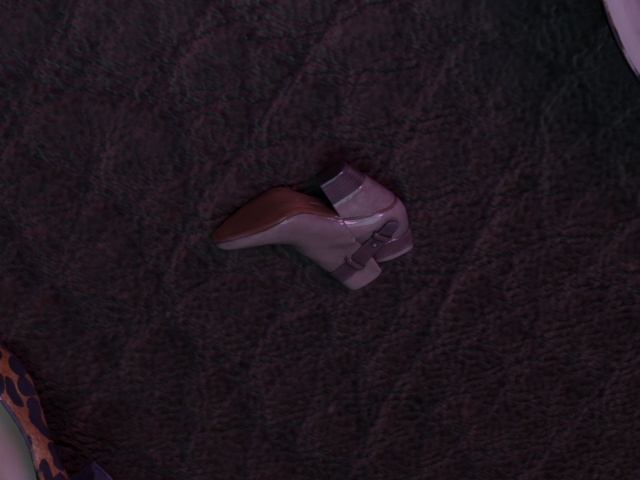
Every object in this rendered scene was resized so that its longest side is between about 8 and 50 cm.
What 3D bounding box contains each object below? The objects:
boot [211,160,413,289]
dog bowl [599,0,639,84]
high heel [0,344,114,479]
[{"bbox_3d":[0.000,0.000,1.164,0.118,0.042,0.087,-26,125,16],"label":"boot"},{"bbox_3d":[0.319,-0.240,0.974,0.408,0.150,0.408,-6,124,-9],"label":"dog bowl"},{"bbox_3d":[-0.226,0.152,1.139,0.093,0.186,0.261,-42,114,16],"label":"high heel"}]
